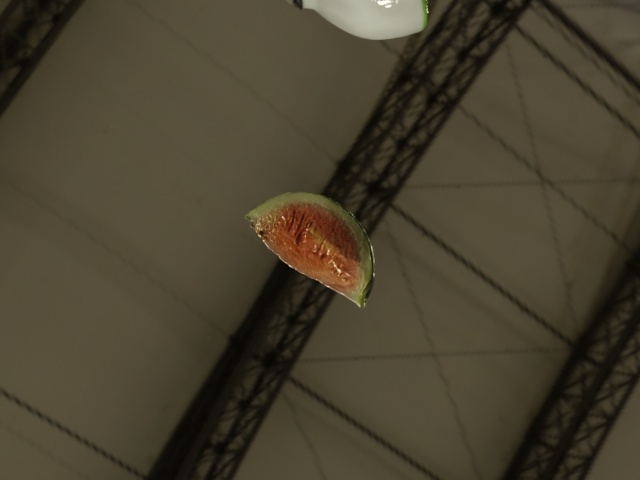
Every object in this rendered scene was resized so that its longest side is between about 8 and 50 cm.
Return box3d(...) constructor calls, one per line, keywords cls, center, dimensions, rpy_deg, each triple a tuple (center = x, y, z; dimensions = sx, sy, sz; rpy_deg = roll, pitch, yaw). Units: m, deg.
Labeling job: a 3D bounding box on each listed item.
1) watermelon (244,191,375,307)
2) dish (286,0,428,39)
box3d(cls="watermelon", center=(-0.002, -0.001, 1.868), dimensions=(0.245, 0.063, 0.119), rpy_deg=(37, -101, 19))
box3d(cls="dish", center=(-0.017, -0.335, 1.238), dimensions=(0.324, 0.124, 0.324), rpy_deg=(154, 90, -88))
